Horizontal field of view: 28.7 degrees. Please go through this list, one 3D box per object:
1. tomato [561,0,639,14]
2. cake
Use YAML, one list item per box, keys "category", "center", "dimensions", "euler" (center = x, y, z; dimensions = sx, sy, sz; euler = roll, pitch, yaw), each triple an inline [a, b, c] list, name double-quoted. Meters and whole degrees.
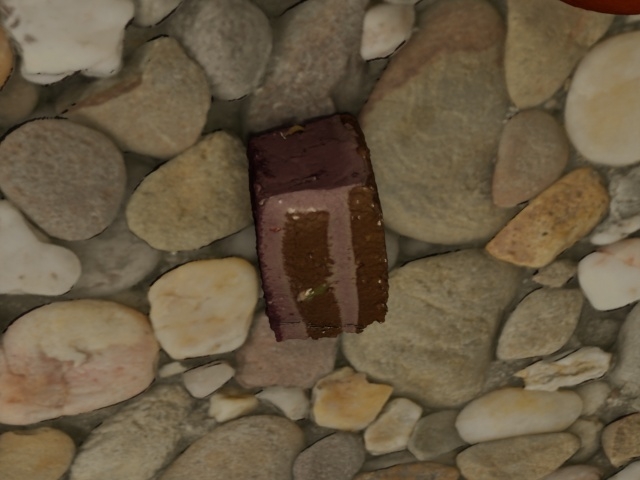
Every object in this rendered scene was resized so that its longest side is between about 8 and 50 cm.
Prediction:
- category: "tomato"
  center: [0.199, -0.306, 0.699]
  dimensions: [0.341, 0.341, 0.273]
  euler: [-39, 131, 21]
- category: "cake"
  center: [0.000, 0.000, 1.112]
  dimensions: [0.116, 0.112, 0.295]
  euler: [-7, 145, -2]
